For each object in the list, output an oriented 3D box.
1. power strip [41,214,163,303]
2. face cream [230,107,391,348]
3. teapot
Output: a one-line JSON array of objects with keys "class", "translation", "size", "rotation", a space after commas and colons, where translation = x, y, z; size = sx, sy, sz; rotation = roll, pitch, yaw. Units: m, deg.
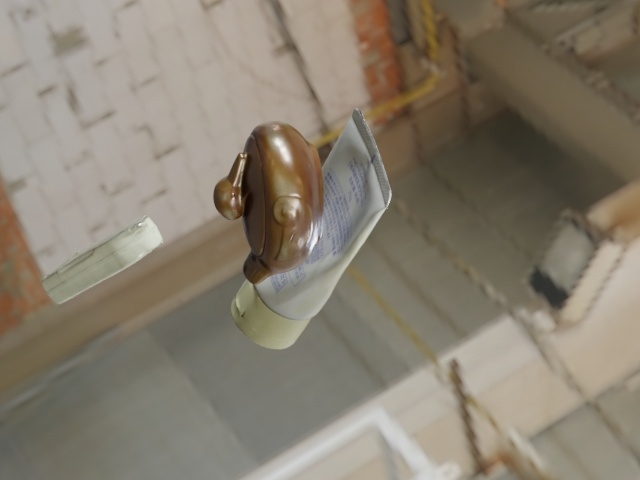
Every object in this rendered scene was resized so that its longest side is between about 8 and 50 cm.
[{"class": "power strip", "translation": [-0.189, 0.018, 1.546], "size": [0.030, 0.047, 0.191], "rotation": [55, -35, -6]}, {"class": "face cream", "translation": [0.000, 0.000, 1.596], "size": [0.224, 0.070, 0.114], "rotation": [-56, -143, 35]}, {"class": "teapot", "translation": [-0.042, -0.028, 1.372], "size": [0.098, 0.078, 0.129], "rotation": [-111, -160, -53]}]
